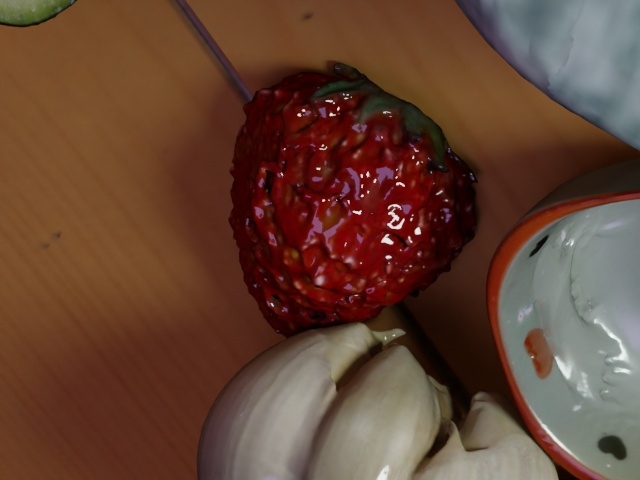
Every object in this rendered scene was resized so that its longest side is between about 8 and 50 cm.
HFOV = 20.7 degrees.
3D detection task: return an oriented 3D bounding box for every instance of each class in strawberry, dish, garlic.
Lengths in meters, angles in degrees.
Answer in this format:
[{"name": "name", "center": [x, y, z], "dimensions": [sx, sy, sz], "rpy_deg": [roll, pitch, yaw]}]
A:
[{"name": "strawberry", "center": [0.000, 0.000, 1.252], "dimensions": [0.190, 0.111, 0.236], "rpy_deg": [29, 129, 6]}, {"name": "dish", "center": [0.242, 0.047, 1.147], "dimensions": [0.256, 0.117, 0.256], "rpy_deg": [14, 124, 21]}, {"name": "garlic", "center": [0.022, 0.153, 1.232], "dimensions": [0.184, 0.203, 0.281], "rpy_deg": [30, 167, -38]}]

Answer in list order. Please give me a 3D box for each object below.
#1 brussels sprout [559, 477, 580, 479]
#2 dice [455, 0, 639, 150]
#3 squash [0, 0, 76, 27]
[{"name": "brussels sprout", "center": [0.195, 0.341, 1.281], "dimensions": [0.328, 0.247, 0.328], "rpy_deg": [16, 129, 20]}, {"name": "dice", "center": [0.260, -0.234, 0.825], "dimensions": [0.330, 0.328, 0.348], "rpy_deg": [28, 128, 9]}, {"name": "squash", "center": [-0.197, -0.245, 1.195], "dimensions": [0.170, 0.123, 0.170], "rpy_deg": [14, 124, 21]}]
